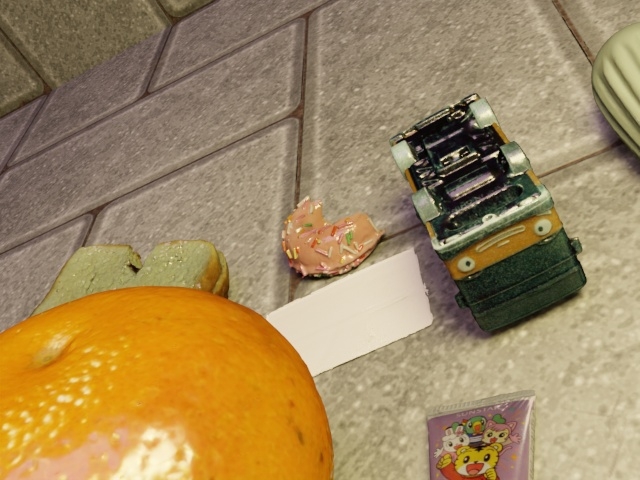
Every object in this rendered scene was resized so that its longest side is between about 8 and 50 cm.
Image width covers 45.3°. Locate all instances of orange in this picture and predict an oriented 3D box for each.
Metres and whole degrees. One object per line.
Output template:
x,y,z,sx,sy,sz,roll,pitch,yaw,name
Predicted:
-0.185,0.236,0.700,0.424,0.326,0.424,-13,23,6,orange

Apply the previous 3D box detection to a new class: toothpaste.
0.138,0.240,0.660,0.114,0.073,0.299,-19,28,22,toothpaste

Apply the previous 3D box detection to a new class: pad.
0.030,0.100,0.984,0.232,0.004,0.156,-26,33,13,pad

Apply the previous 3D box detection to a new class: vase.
0.398,-0.144,0.875,0.128,0.128,0.248,-23,44,17,vase

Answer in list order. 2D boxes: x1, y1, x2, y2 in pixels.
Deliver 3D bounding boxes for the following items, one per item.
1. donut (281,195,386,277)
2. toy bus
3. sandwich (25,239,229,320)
0.000,0.000,1.084,0.166,0.065,0.117,7,50,48,donut
0.184,-0.038,0.882,0.138,0.167,0.275,-27,29,10,toy bus
-0.275,0.100,1.114,0.273,0.095,0.249,-4,37,17,sandwich
